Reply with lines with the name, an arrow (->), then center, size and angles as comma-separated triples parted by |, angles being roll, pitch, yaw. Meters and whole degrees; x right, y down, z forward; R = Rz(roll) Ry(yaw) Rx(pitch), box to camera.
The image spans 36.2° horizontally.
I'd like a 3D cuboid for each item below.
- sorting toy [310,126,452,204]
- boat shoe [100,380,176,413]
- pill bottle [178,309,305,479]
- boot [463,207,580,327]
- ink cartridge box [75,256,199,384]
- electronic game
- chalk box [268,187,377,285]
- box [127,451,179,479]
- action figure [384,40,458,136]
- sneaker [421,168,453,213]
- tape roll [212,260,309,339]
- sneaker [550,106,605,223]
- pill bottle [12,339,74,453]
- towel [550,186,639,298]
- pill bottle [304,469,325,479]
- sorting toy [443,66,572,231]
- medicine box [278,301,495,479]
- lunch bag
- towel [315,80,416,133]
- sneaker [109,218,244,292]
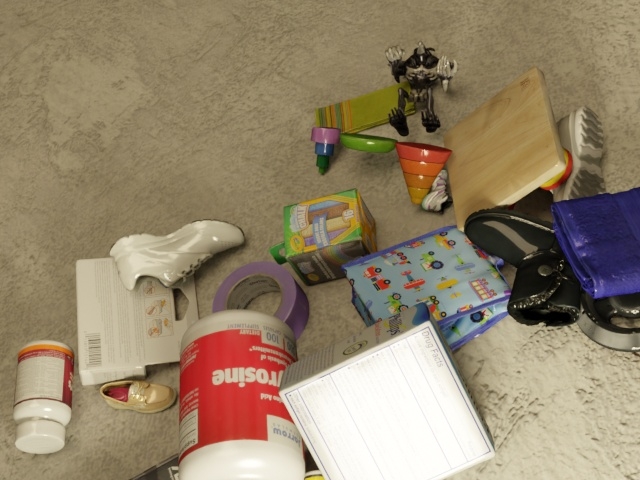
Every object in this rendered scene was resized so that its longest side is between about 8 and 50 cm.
sorting toy -> 0.116, -0.162, 2.108 | 0.366, 0.127, 0.126 | 16, 104, 41
boat shoe -> -0.385, 0.323, 2.045 | 0.170, 0.059, 0.063 | -6, 57, 21
pill bottle -> -0.146, 0.351, 1.803 | 0.229, 0.229, 0.407 | -17, 51, 14
boot -> 0.370, 0.051, 1.814 | 0.246, 0.094, 0.207 | 13, 49, 13
ink cartridge box -> -0.401, 0.164, 2.154 | 0.261, 0.066, 0.296 | -5, 54, -9
electronic game -> 0.570, 0.102, 1.771 | 0.229, 0.048, 0.229 | -16, 47, 18
chalk box -> 0.000, 0.000, 2.039 | 0.213, 0.132, 0.132 | -13, 55, 15
box -> -0.314, 0.633, 1.790 | 0.318, 0.097, 0.395 | -28, 52, 1
action figure -> 0.223, -0.364, 2.165 | 0.164, 0.141, 0.275 | 3, 53, 6
sneaker -> 0.262, -0.099, 2.049 | 0.069, 0.038, 0.098 | 21, 79, 31
tape roll -> -0.124, 0.142, 2.035 | 0.189, 0.080, 0.189 | -11, 56, 16
sneaker -> 0.494, -0.124, 1.943 | 0.115, 0.105, 0.281 | -20, 49, 49
pill bottle -> -0.592, 0.334, 2.091 | 0.121, 0.121, 0.221 | -16, 55, 14
towel -> 0.591, 0.000, 1.755 | 0.308, 0.076, 0.227 | -9, 48, -4
pill bottle -> -0.001, 0.480, 1.769 | 0.065, 0.065, 0.116 | -13, 54, 16
sorting toy -> 0.380, -0.167, 1.950 | 0.257, 0.089, 0.255 | -36, 43, 37
medicine box -> 0.115, 0.294, 1.701 | 0.289, 0.263, 0.149 | -26, 8, 6
lunch bag -> 0.225, 0.093, 1.895 | 0.293, 0.138, 0.221 | -27, 49, -7
towel -> 0.100, -0.300, 2.259 | 0.237, 0.021, 0.102 | -16, 55, 13
sneaker -> -0.309, 0.037, 2.163 | 0.297, 0.111, 0.129 | -15, 71, -4
